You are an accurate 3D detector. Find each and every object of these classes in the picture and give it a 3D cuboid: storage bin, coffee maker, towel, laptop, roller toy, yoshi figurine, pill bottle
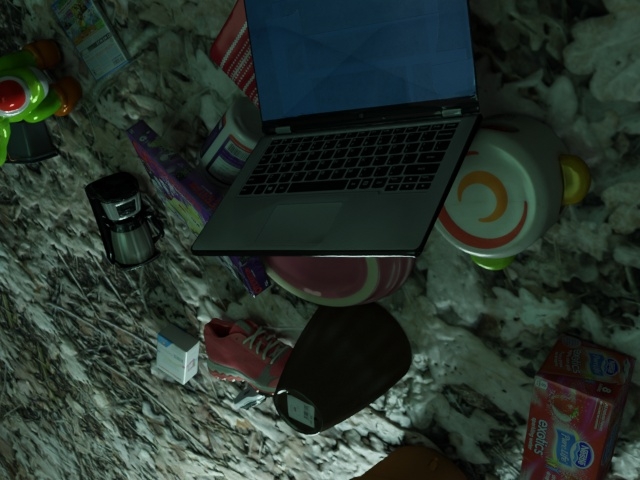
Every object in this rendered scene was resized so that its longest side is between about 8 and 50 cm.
[{"bbox_3d":[-0.665,-0.222,1.945,0.135,0.098,0.091,5,112,36],"label":"storage bin"},{"bbox_3d":[-0.433,-0.046,1.862,0.171,0.120,0.178,13,127,33],"label":"coffee maker"},{"bbox_3d":[-0.051,-0.280,1.378,0.275,0.031,0.199,48,123,17],"label":"towel"},{"bbox_3d":[-0.002,-0.201,1.209,0.382,0.408,0.236,-1,137,36],"label":"laptop"},{"bbox_3d":[0.260,-0.083,1.263,0.191,0.146,0.209,48,130,9],"label":"roller toy"},{"bbox_3d":[-0.660,-0.250,1.715,0.204,0.362,0.203,29,135,18],"label":"yoshi figurine"},{"bbox_3d":[-0.153,-0.159,1.564,0.108,0.108,0.193,47,138,1],"label":"pill bottle"}]

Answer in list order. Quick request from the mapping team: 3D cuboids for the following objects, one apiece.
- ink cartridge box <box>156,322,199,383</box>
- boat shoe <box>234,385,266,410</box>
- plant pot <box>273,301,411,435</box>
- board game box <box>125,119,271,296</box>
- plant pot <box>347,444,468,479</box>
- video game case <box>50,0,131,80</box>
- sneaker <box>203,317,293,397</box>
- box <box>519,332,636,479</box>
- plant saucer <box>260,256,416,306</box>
[{"bbox_3d":[-0.337,0.268,2.066,0.089,0.052,0.122,30,133,19],"label":"ink cartridge box"},{"bbox_3d":[-0.145,0.351,1.984,0.040,0.049,0.142,37,141,-17],"label":"boat shoe"},{"bbox_3d":[0.022,0.249,1.635,0.215,0.230,0.215,20,131,26],"label":"plant pot"},{"bbox_3d":[-0.226,-0.062,1.610,0.347,0.056,0.208,42,157,38],"label":"board game box"},{"bbox_3d":[0.176,0.550,1.753,0.291,0.203,0.290,20,131,25],"label":"plant pot"},{"bbox_3d":[-0.442,-0.400,1.686,0.119,0.015,0.166,-15,110,45],"label":"video game case"},{"bbox_3d":[-0.137,0.234,1.834,0.314,0.116,0.136,4,120,39],"label":"sneaker"},{"bbox_3d":[0.417,0.297,1.434,0.128,0.122,0.256,19,130,26],"label":"box"},{"bbox_3d":[0.000,0.000,1.533,0.332,0.084,0.332,17,137,17],"label":"plant saucer"}]
